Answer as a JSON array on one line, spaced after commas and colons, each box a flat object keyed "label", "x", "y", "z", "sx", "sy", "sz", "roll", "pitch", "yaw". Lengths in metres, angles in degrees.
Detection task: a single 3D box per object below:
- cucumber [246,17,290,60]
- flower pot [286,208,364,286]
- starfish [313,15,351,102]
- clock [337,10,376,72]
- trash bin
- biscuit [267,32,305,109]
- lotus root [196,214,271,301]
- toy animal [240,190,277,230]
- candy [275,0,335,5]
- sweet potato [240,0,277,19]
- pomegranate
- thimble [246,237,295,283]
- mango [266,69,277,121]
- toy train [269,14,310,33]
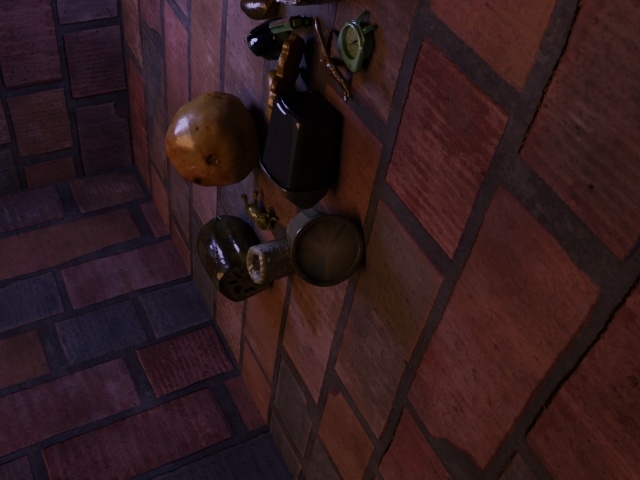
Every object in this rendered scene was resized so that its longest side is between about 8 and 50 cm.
[{"label": "cucumber", "x": -0.155, "y": -0.590, "z": 2.040, "sx": 0.193, "sy": 0.086, "sz": 0.115, "roll": 5, "pitch": 109, "yaw": 59}, {"label": "flower pot", "x": 0.000, "y": 0.000, "z": 1.984, "sx": 0.202, "sy": 0.212, "sz": 0.212, "roll": -126, "pitch": 26, "yaw": -67}, {"label": "starfish", "x": 0.027, "y": -0.436, "z": 1.706, "sx": 0.213, "sy": 0.057, "sz": 0.238, "roll": 60, "pitch": -166, "yaw": -47}, {"label": "clock", "x": 0.088, "y": -0.471, "z": 1.634, "sx": 0.101, "sy": 0.041, "sz": 0.135, "roll": 65, "pitch": 154, "yaw": 20}, {"label": "trash bin", "x": -0.059, "y": -0.251, "z": 1.934, "sx": 0.209, "sy": 0.182, "sz": 0.290, "roll": 52, "pitch": 143, "yaw": 41}, {"label": "biscuit", "x": -0.087, "y": -0.466, "z": 1.912, "sx": 0.036, "sy": 0.166, "sz": 0.225, "roll": 26, "pitch": 124, "yaw": 10}, {"label": "lotus root", "x": -0.350, "y": 0.051, "z": 2.704, "sx": 0.250, "sy": 0.250, "sz": 0.346, "roll": 101, "pitch": 149, "yaw": -46}, {"label": "toy animal", "x": -0.218, "y": -0.091, "z": 2.527, "sx": 0.181, "sy": 0.073, "sz": 0.136, "roll": 44, "pitch": 153, "yaw": 27}, {"label": "candy", "x": -0.051, "y": -0.671, "z": 1.684, "sx": 0.195, "sy": 0.137, "sz": 0.185, "roll": 37, "pitch": 137, "yaw": 51}, {"label": "sweet potato", "x": -0.202, "y": -0.698, "z": 2.070, "sx": 0.244, "sy": 0.077, "sz": 0.077, "roll": 31, "pitch": 132, "yaw": 54}, {"label": "pomegranate", "x": -0.358, "y": -0.344, "z": 2.386, "sx": 0.342, "sy": 0.342, "sz": 0.342, "roll": 45, "pitch": 143, "yaw": 47}, {"label": "thimble", "x": -0.168, "y": 0.064, "z": 2.408, "sx": 0.137, "sy": 0.143, "sz": 0.190, "roll": 65, "pitch": 155, "yaw": 20}, {"label": "mango", "x": -0.120, "y": -0.422, "z": 2.068, "sx": 0.102, "sy": 0.085, "sz": 0.184, "roll": 168, "pitch": 95, "yaw": -70}, {"label": "toy train", "x": -0.083, "y": -0.590, "z": 1.886, "sx": 0.148, "sy": 0.071, "sz": 0.038, "roll": 21, "pitch": 125, "yaw": 61}]
